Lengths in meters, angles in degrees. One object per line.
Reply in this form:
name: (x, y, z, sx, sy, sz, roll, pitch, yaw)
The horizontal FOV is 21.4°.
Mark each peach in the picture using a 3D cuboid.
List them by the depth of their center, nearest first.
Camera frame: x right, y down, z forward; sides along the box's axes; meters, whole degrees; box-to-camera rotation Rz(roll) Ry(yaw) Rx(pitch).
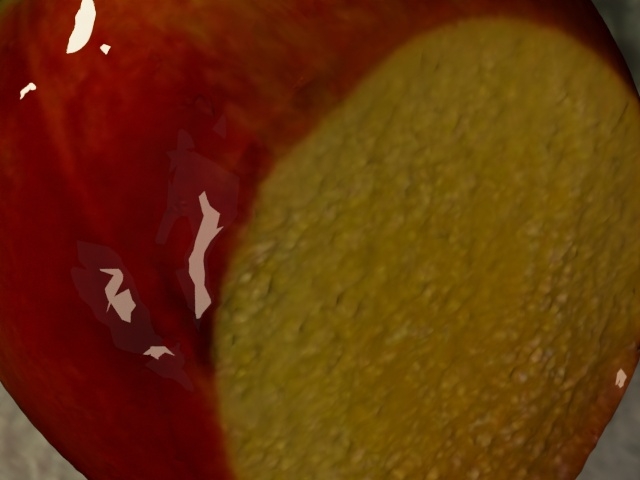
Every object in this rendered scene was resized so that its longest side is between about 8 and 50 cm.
peach: (0.000, 0.000, 0.446, 0.192, 0.190, 0.190, 51, 122, 13)
